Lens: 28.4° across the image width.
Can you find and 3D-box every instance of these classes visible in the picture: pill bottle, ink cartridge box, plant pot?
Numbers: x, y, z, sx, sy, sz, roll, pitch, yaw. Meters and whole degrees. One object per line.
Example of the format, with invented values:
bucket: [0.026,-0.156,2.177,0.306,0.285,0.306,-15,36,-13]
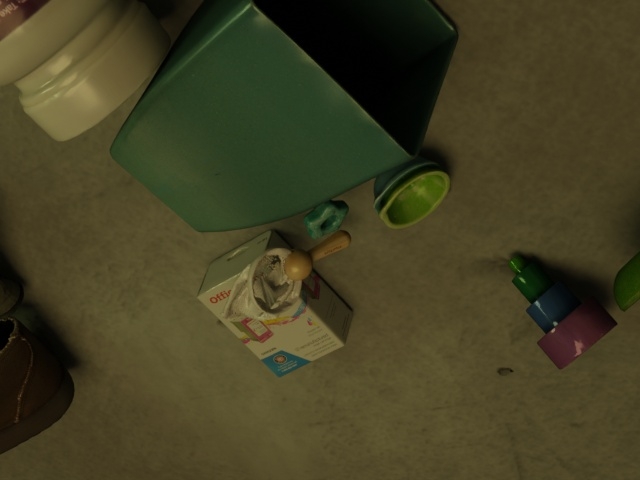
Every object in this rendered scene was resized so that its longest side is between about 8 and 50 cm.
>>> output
pill bottle: [-0.255,-0.223,0.946,0.169,0.169,0.301,-26,117,30]
ink cartridge box: [-0.043,0.061,1.199,0.088,0.052,0.122,-29,115,31]
plant pot: [-0.045,-0.118,0.993,0.165,0.165,0.234,42,133,-20]

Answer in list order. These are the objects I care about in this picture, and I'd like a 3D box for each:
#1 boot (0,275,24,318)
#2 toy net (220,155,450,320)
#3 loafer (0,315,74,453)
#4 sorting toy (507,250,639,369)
boot: [-0.427,0.028,1.237,0.247,0.083,0.161,6,151,13]
toy net: [0.000,0.000,1.077,0.232,0.045,0.122,-43,152,13]
loafer: [-0.424,0.184,1.239,0.134,0.366,0.130,24,138,46]
sorting toy: [0.272,-0.040,1.030,0.126,0.127,0.365,50,131,11]
